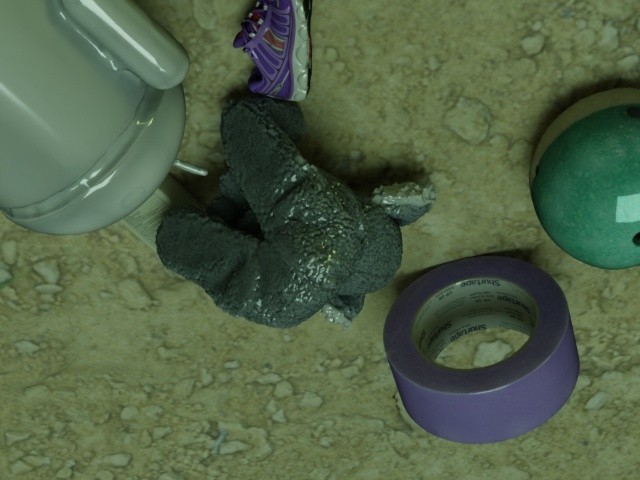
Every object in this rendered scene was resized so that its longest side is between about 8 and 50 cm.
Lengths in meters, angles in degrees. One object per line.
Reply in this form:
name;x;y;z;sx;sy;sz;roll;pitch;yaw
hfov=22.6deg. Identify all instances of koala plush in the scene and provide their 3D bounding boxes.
koala plush;0.000;0.000;1.523;0.221;0.203;0.196;14;114;-49

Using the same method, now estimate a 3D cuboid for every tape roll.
tape roll;0.163;0.109;1.620;0.189;0.189;0.080;-14;132;7

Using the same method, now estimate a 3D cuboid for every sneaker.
sneaker;-0.042;-0.190;1.415;0.071;0.068;0.170;2;133;1

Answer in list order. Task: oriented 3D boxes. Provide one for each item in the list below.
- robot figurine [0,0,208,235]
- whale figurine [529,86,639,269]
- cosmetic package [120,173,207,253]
robot figurine;-0.252;-0.140;1.350;0.300;0.199;0.353;-12;137;38
whale figurine;0.339;-0.044;1.529;0.272;0.141;0.216;6;131;-11
cosmetic package;-0.164;-0.036;1.560;0.060;0.041;0.115;-29;128;20
